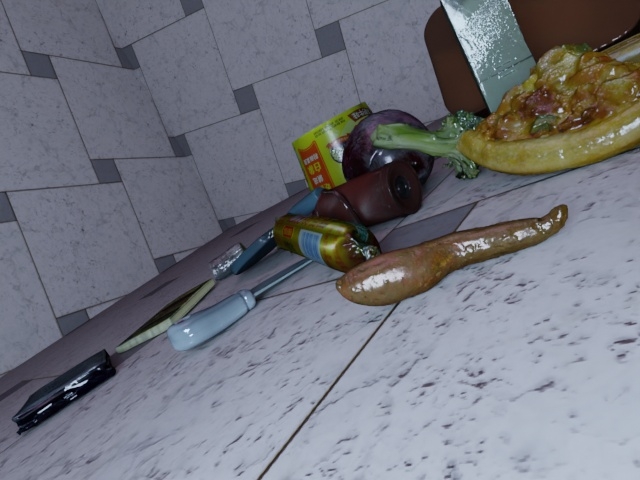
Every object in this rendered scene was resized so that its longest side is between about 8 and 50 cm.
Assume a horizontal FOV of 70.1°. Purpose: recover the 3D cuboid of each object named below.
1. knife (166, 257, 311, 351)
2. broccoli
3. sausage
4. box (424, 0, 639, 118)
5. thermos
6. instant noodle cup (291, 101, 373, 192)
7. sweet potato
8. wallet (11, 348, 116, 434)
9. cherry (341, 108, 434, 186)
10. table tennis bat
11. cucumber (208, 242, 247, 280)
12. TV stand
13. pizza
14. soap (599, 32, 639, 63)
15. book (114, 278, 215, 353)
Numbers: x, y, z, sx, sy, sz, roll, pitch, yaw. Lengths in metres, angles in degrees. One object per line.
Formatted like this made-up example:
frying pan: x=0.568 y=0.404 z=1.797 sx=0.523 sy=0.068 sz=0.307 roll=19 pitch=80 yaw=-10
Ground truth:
knife: x=-0.104 y=0.082 z=0.759 sx=0.331 sy=0.044 sz=0.080 roll=-30 pitch=6 yaw=-39
broccoli: x=0.182 y=-0.165 z=0.746 sx=0.203 sy=0.118 sz=0.123 roll=3 pitch=37 yaw=-16
sausage: x=0.000 y=0.000 z=0.695 sx=0.082 sy=0.082 sz=0.371 roll=-32 pitch=14 yaw=-14
box: x=0.421 y=-0.393 z=0.901 sx=0.339 sy=0.240 sz=0.229 roll=-23 pitch=-14 yaw=37
thermos: x=0.065 y=-0.066 z=0.826 sx=0.231 sy=0.099 sz=0.124 roll=-18 pitch=19 yaw=47
instant noodle cup: x=0.070 y=-0.225 z=1.259 sx=0.311 sy=0.222 sz=0.311 roll=-29 pitch=9 yaw=5
sweet potato: x=0.117 y=0.016 z=0.424 sx=0.214 sy=0.050 sz=0.050 roll=-21 pitch=11 yaw=13
wallet: x=-0.467 y=0.267 z=0.846 sx=0.167 sy=0.036 sz=0.222 roll=-34 pitch=10 yaw=-24
cherry: x=0.141 y=-0.167 z=0.914 sx=0.195 sy=0.195 sz=0.195 roll=-28 pitch=10 yaw=5
table tennis bat: x=-0.089 y=-0.018 z=1.017 sx=0.329 sy=0.044 sz=0.215 roll=-39 pitch=-2 yaw=43
cucumber: x=-0.237 y=0.057 z=1.183 sx=0.111 sy=0.064 sz=0.064 roll=-33 pitch=10 yaw=-2
TV stand: x=0.271 y=-0.254 z=0.683 sx=0.082 sy=0.270 sz=0.088 roll=-25 pitch=11 yaw=23
pizza: x=0.298 y=-0.173 z=0.567 sx=0.292 sy=0.058 sz=0.197 roll=2 pitch=65 yaw=54
soap: x=0.485 y=-0.264 z=0.655 sx=0.274 sy=0.089 sz=0.173 roll=-24 pitch=9 yaw=28
book: x=-0.346 y=0.167 z=1.046 sx=0.160 sy=0.024 sz=0.228 roll=-29 pitch=10 yaw=17
